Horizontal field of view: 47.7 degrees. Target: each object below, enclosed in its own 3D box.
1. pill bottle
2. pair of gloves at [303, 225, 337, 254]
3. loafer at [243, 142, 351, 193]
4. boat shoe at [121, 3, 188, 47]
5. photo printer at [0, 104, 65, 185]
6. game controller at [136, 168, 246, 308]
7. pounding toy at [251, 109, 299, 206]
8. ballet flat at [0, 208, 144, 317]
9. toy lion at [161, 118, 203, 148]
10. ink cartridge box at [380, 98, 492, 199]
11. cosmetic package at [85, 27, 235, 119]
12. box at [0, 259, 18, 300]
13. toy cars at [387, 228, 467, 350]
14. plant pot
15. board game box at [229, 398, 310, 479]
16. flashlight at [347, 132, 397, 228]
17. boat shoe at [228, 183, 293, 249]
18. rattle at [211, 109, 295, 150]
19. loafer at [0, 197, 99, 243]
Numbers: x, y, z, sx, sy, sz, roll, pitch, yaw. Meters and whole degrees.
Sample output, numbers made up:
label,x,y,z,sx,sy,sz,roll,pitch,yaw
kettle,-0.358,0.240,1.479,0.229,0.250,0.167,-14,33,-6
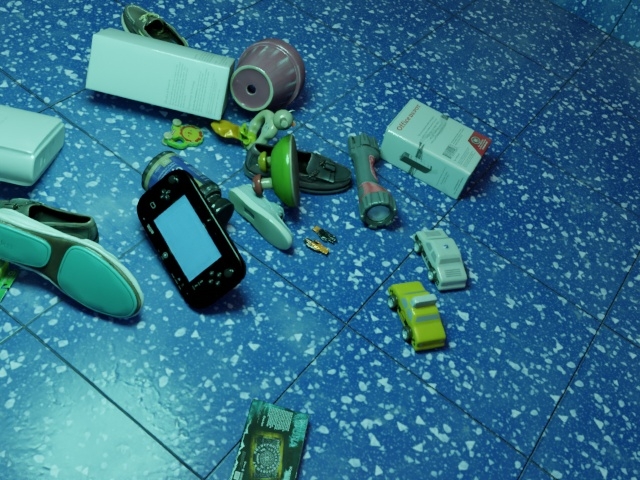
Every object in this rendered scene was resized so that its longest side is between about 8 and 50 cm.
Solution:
label,x,y,z,sx,sy,sz,roll,pitch,yaw
pill bottle,-0.322,-0.114,1.774,0.219,0.123,0.123,36,49,16
pair of gloves,0.000,0.000,1.851,0.074,0.010,0.083,29,45,11
loafer,-0.054,-0.198,1.949,0.302,0.095,0.109,7,49,-12
boat shoe,-0.498,-0.628,2.188,0.116,0.097,0.324,-24,60,-32
photo printer,-0.795,-0.243,1.713,0.307,0.107,0.256,12,27,-7
game controller,-0.298,-0.005,1.649,0.166,0.067,0.319,-35,73,5
pounding toy,-0.118,-0.198,1.814,0.110,0.237,0.183,-3,20,4
ballet flat,-0.553,0.032,1.569,0.400,0.139,0.139,26,47,-6
toy lion,-0.371,-0.284,1.974,0.096,0.034,0.100,26,47,-5
ink cartridge box,0.334,-0.272,2.124,0.272,0.114,0.197,31,49,9
cosmetic package,-0.431,-0.461,1.983,0.365,0.155,0.197,12,21,-5
box,-0.748,0.069,1.535,0.179,0.043,0.105,17,47,-4
toy cars,0.277,0.098,1.798,0.176,0.087,0.394,26,47,5
plant pot,-0.161,-0.453,2.042,0.201,0.201,0.180,25,32,5
board game box,-0.100,0.416,1.441,0.126,0.026,0.186,17,47,-2
flashlight,0.143,-0.171,1.992,0.103,0.103,0.304,-14,44,10
boat shoe,-0.135,-0.070,1.822,0.081,0.079,0.227,-33,62,-32
rattle,-0.175,-0.321,1.934,0.142,0.199,0.130,40,67,-23
loafer,-0.636,-0.056,1.649,0.267,0.084,0.096,14,47,-5
